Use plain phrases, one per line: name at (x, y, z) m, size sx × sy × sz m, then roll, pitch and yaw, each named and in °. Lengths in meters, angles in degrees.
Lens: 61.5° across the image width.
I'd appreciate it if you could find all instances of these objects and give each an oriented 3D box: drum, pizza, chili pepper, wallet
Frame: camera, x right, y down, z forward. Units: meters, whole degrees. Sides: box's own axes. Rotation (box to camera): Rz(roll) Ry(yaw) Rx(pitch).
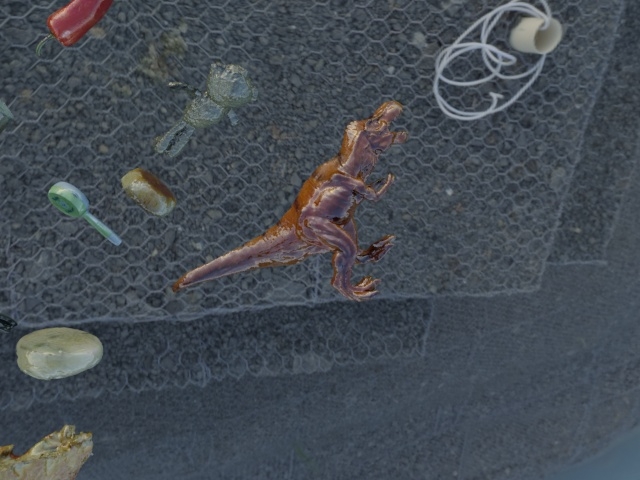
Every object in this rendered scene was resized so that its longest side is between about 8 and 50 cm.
drum at (-0.701, -0.083, 1.629) m, size 0.253 × 0.130 × 0.049 m, roll 38°, pitch 56°, yaw -17°
pizza at (-0.622, 0.503, 1.014) m, size 0.406 × 0.130 × 0.440 m, roll -32°, pitch 130°, yaw -40°
chili pepper at (-0.470, -0.462, 1.070) m, size 0.272 × 0.063 × 0.071 m, roll -45°, pitch 165°, yaw 3°
wallet at (-0.993, 0.200, 1.516) m, size 0.168 × 0.245 × 0.052 m, roll 47°, pitch 58°, yaw -54°

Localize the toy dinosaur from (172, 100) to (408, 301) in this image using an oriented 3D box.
toy dinosaur at (0.000, 0.000, 0.780) m, size 0.432 × 0.097 × 0.208 m, roll -44°, pitch 102°, yaw 6°

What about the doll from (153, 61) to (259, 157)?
doll at (-0.268, -0.295, 1.253) m, size 0.202 × 0.091 × 0.286 m, roll 9°, pitch 137°, yaw -22°

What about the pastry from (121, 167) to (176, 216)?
pastry at (-0.583, -0.165, 1.838) m, size 0.093 × 0.182 × 0.192 m, roll -43°, pitch 106°, yaw 6°

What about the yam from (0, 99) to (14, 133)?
yam at (-0.681, -0.170, 0.970) m, size 0.259 × 0.106 × 0.106 m, roll -49°, pitch 120°, yaw -9°

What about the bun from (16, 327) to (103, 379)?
bun at (-0.750, 0.330, 1.536) m, size 0.237 × 0.210 × 0.116 m, roll 8°, pitch 99°, yaw 21°
